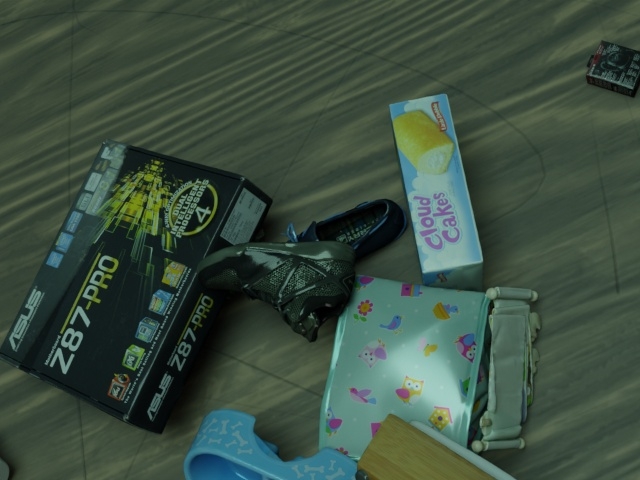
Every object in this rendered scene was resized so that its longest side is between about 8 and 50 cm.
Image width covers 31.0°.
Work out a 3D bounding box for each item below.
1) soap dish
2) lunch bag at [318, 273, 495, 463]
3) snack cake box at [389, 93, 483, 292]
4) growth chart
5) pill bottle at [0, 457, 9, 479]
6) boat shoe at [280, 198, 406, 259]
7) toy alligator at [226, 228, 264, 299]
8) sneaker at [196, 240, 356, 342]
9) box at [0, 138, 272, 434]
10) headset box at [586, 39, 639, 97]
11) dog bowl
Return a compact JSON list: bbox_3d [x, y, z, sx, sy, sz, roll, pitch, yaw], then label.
[{"bbox_3d":[0.147,0.393,1.449,0.118,0.290,0.229,-23,34,-35],"label":"soap dish"},{"bbox_3d":[0.125,0.199,1.604,0.223,0.160,0.262,7,69,18],"label":"lunch bag"},{"bbox_3d":[0.168,-0.058,1.672,0.089,0.152,0.264,-11,69,2],"label":"snack cake box"},{"bbox_3d":[0.258,0.174,1.570,0.021,0.172,0.237,-1,77,33],"label":"growth chart"},{"bbox_3d":[-0.590,0.325,1.794,0.208,0.119,0.119,33,84,23],"label":"pill bottle"},{"bbox_3d":[0.000,0.000,1.741,0.258,0.089,0.109,-34,66,4],"label":"boat shoe"},{"bbox_3d":[-0.145,0.062,1.787,0.190,0.056,0.051,-41,106,1],"label":"toy alligator"},{"bbox_3d":[-0.065,0.072,1.597,0.228,0.087,0.130,-1,66,9],"label":"sneaker"},{"bbox_3d":[-0.287,0.059,1.766,0.318,0.097,0.395,17,78,39],"label":"box"},{"bbox_3d":[0.441,-0.258,1.726,0.083,0.032,0.062,21,79,22],"label":"headset box"},{"bbox_3d":[-0.061,0.345,1.600,0.297,0.166,0.074,19,41,21],"label":"dog bowl"}]
